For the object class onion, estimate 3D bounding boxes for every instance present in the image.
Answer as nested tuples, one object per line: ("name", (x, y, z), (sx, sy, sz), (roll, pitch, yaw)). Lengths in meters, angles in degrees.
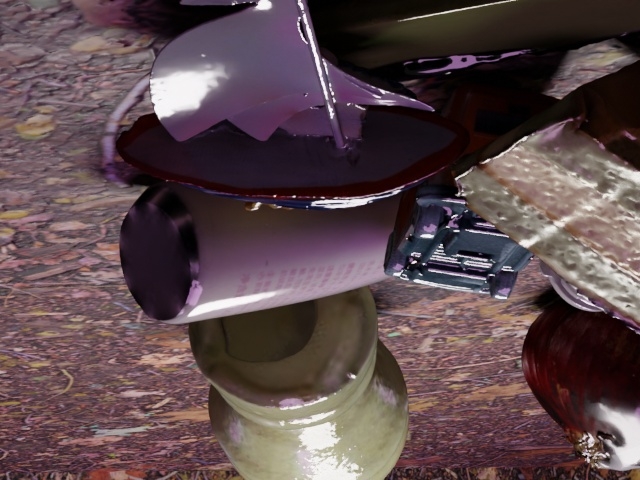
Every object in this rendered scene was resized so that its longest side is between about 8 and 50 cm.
("onion", (0.384, 0.144, 2.010), (0.273, 0.285, 0.273), (32, 172, 5))

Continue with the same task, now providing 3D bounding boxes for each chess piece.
("chess piece", (-0.020, 0.144, 1.799), (0.234, 0.234, 0.442), (-6, 161, 1))

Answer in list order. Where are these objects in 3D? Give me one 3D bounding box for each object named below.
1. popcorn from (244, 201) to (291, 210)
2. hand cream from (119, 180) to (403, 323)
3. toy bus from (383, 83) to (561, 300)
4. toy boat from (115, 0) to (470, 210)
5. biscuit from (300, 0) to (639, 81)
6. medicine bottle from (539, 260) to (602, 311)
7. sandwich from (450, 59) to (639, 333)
("popcorn", (-0.038, -0.056, 1.282), (0.083, 0.057, 0.082), (-3, 165, 2))
("hand cream", (0.000, 0.000, 1.455), (0.359, 0.118, 0.185), (-4, 166, -38))
("toy bus", (0.123, -0.033, 1.294), (0.121, 0.119, 0.265), (9, 166, -3))
("toy boat", (-0.046, -0.081, 1.031), (0.219, 0.072, 0.318), (-8, 163, 27))
("biscuit", (0.071, -0.133, 1.025), (0.323, 0.038, 0.099), (-7, 165, 26))
("medicine bottle", (0.282, -0.005, 1.444), (0.135, 0.135, 0.215), (0, 165, -20))
("sandwich", (0.232, -0.071, 1.120), (0.227, 0.198, 0.155), (33, 148, -15))
